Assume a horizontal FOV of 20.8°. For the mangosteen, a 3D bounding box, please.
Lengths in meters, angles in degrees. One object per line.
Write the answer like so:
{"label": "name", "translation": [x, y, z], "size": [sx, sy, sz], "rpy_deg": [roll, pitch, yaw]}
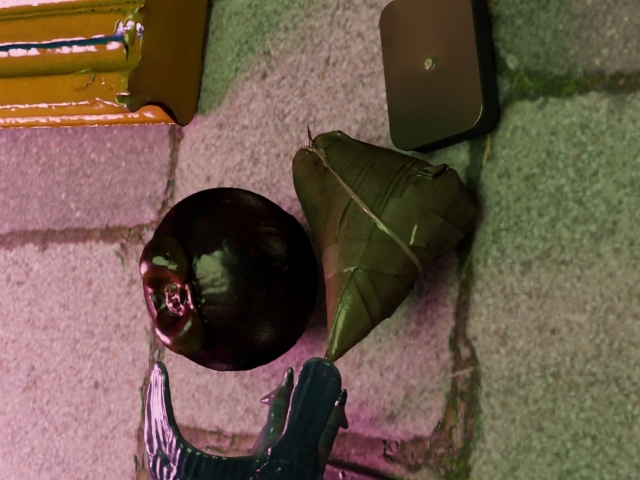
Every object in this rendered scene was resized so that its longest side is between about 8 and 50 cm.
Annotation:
{"label": "mangosteen", "translation": [-0.079, 0.031, 1.381], "size": [0.152, 0.152, 0.152], "rpy_deg": [-10, 74, 39]}

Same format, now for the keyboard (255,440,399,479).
{"label": "keyboard", "translation": [0.014, 0.205, 1.352], "size": [0.198, 0.010, 0.063], "rpy_deg": [10, 86, 42]}

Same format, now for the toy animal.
{"label": "toy animal", "translation": [-0.024, 0.187, 1.289], "size": [0.239, 0.255, 0.176], "rpy_deg": [17, 58, 5]}

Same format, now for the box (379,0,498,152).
{"label": "box", "translation": [0.092, -0.133, 1.343], "size": [0.091, 0.031, 0.126], "rpy_deg": [-19, 69, 37]}

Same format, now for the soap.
{"label": "soap", "translation": [-0.241, -0.205, 1.607], "size": [0.324, 0.096, 0.204], "rpy_deg": [3, 83, 41]}

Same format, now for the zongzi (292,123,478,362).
{"label": "zongzi", "translation": [0.000, 0.000, 1.326], "size": [0.189, 0.081, 0.178], "rpy_deg": [22, 64, 42]}
